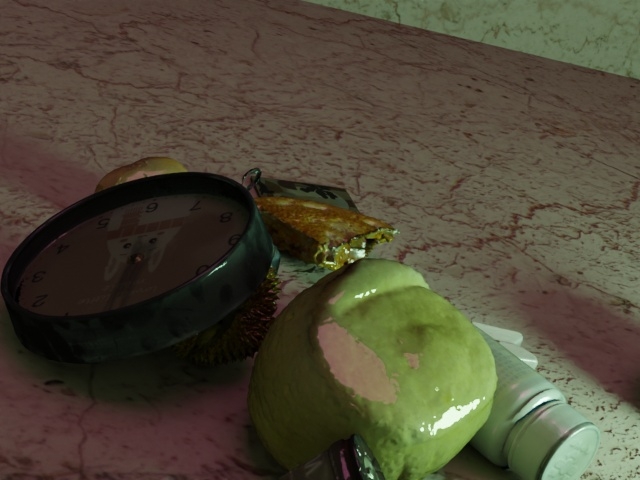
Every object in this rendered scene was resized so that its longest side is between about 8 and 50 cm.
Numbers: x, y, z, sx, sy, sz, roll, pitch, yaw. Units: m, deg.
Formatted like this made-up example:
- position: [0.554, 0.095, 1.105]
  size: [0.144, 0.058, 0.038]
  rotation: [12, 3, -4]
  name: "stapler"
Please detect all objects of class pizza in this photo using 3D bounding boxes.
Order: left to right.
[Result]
- position: [0.000, 0.000, 2.084]
  size: [0.290, 0.081, 0.229]
  rotation: [9, 20, -15]
  name: "pizza"

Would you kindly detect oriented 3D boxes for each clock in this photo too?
- position: [-0.257, 0.027, 1.675]
  size: [0.386, 0.076, 0.386]
  rotation: [-13, 30, 7]
  name: "clock"

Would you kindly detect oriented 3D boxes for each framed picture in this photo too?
- position: [-0.026, -0.080, 2.319]
  size: [0.201, 0.010, 0.136]
  rotation: [6, 26, -20]
  name: "framed picture"

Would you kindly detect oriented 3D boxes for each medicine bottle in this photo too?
- position: [0.257, 0.236, 1.691]
  size: [0.143, 0.143, 0.258]
  rotation: [-7, 34, -41]
  name: "medicine bottle"

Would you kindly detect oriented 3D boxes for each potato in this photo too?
- position: [-0.298, -0.078, 2.033]
  size: [0.178, 0.118, 0.109]
  rotation: [-18, 5, -32]
  name: "potato"

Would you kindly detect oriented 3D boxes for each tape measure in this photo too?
- position: [-0.104, -0.022, 1.975]
  size: [0.107, 0.179, 0.104]
  rotation: [17, 9, 3]
  name: "tape measure"

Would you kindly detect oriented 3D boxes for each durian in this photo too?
- position: [-0.144, 0.091, 1.727]
  size: [0.193, 0.137, 0.237]
  rotation: [0, 35, 26]
  name: "durian"

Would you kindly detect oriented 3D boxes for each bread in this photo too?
- position: [0.063, 0.185, 1.563]
  size: [0.321, 0.237, 0.320]
  rotation: [12, 44, -12]
  name: "bread"

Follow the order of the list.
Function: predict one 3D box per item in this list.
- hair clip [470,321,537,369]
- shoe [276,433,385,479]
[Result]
- position: [0.173, 0.163, 1.860]
  size: [0.331, 0.085, 0.101]
  rotation: [13, 27, -23]
  name: "hair clip"
- position: [0.023, 0.371, 1.332]
  size: [0.109, 0.149, 0.293]
  rotation: [43, 27, -53]
  name: "shoe"
